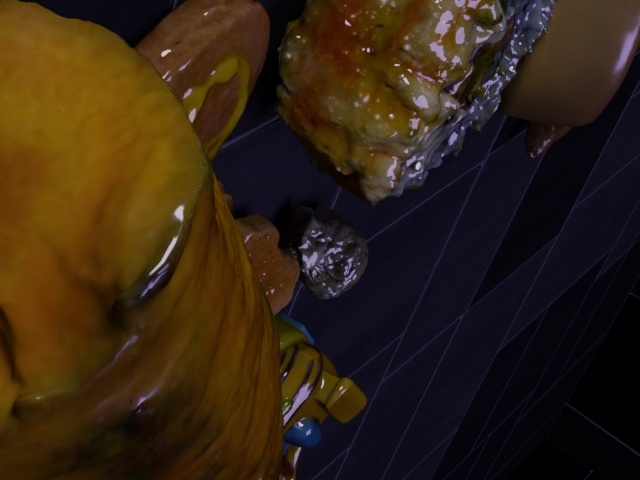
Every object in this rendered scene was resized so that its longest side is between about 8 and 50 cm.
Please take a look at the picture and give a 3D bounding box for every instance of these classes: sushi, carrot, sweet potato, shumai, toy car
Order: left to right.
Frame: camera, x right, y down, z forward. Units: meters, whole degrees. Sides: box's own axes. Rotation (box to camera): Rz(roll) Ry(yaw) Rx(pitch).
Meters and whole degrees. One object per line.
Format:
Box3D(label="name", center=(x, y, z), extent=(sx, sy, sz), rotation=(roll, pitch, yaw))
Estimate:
Box3D(label="carrot", center=(-0.142, 0.050, 0.776), extent=(0.241, 0.241, 0.341), rotation=(-49, 159, -19))
Box3D(label="toy car", center=(-0.064, 0.194, 1.403), extent=(0.248, 0.142, 0.200), rotation=(-55, 162, -5))
Box3D(label="shumai", center=(0.000, 0.000, 1.343), extent=(0.080, 0.082, 0.083), rotation=(81, 24, -64))
Box3D(label="sushi", center=(0.075, -0.161, 1.123), extent=(0.274, 0.139, 0.184), rotation=(-60, 164, 15))
Box3D(label="sweet potato", center=(0.281, -0.178, 1.778), extent=(0.053, 0.054, 0.182), rotation=(-100, -157, -55))

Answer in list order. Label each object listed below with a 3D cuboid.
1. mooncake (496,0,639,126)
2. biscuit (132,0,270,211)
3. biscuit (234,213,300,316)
Box3D(label="mooncake", center=(0.196, -0.220, 1.265), extent=(0.235, 0.117, 0.235), rotation=(-167, -90, -84))
Box3D(label="biscuit", center=(-0.111, -0.021, 1.043), extent=(0.262, 0.052, 0.277), rotation=(-49, 162, -17))
Box3D(label="biscuit", center=(-0.107, 0.080, 1.252), extent=(0.225, 0.036, 0.166), rotation=(-50, 152, -10))
